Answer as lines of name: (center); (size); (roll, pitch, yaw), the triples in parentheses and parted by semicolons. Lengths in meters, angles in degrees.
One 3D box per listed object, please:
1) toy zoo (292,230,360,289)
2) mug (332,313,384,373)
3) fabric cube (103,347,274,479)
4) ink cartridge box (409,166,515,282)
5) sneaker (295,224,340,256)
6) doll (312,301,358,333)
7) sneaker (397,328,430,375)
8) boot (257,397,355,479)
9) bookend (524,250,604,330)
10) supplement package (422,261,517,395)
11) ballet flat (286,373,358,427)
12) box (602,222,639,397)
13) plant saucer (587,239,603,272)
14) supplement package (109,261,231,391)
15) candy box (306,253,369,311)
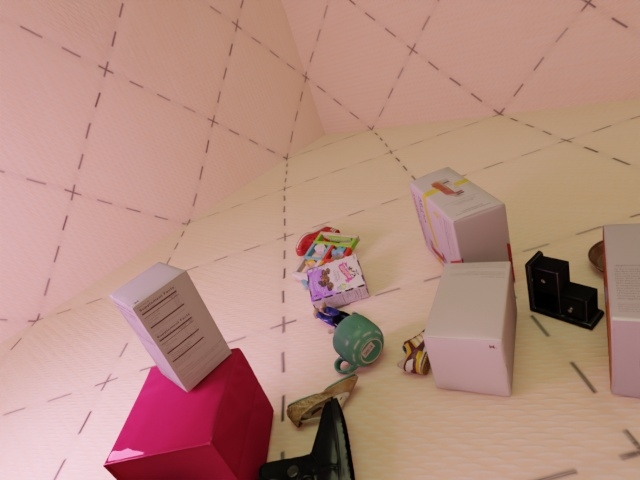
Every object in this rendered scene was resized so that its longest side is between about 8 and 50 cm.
toy zoo: (0.013, 0.081, 1.668); (0.192, 0.030, 0.293); (6, 48, 36)
mug: (0.111, 0.296, 1.162); (0.129, 0.158, 0.097); (-7, 20, -32)
fabric cube: (-0.277, 0.454, 0.978); (0.253, 0.259, 0.258); (-15, 29, 9)
ink cartridge box: (0.450, -0.042, 1.367); (0.160, 0.280, 0.385); (-20, 26, 2)
sneaker: (0.000, 0.000, 1.826); (0.128, 0.087, 0.221); (7, 39, 45)
doll: (0.064, 0.257, 1.338); (0.188, 0.046, 0.129); (14, 33, 39)
sneaker: (0.268, 0.276, 1.129); (0.083, 0.070, 0.185); (4, 34, 31)
boot: (-0.036, 0.480, 0.932); (0.206, 0.094, 0.247); (-15, 33, 4)
bookend: (0.621, 0.124, 1.065); (0.072, 0.156, 0.157); (-34, 30, -26)
supplement package: (0.386, 0.207, 1.051); (0.175, 0.178, 0.293); (-4, 30, 30)
ballet flat: (0.015, 0.416, 1.071); (0.206, 0.073, 0.067); (-26, 54, -5)
box: (0.717, 0.138, 0.902); (0.168, 0.215, 0.345); (-2, 31, 33)
plant saucer: (0.861, 0.053, 1.161); (0.198, 0.036, 0.199); (-16, 26, 8)
supplement package: (-0.332, 0.191, 0.944); (0.138, 0.244, 0.133); (9, 39, 44)
candy box: (0.059, 0.150, 1.482); (0.196, 0.070, 0.165); (-19, 39, 5)
